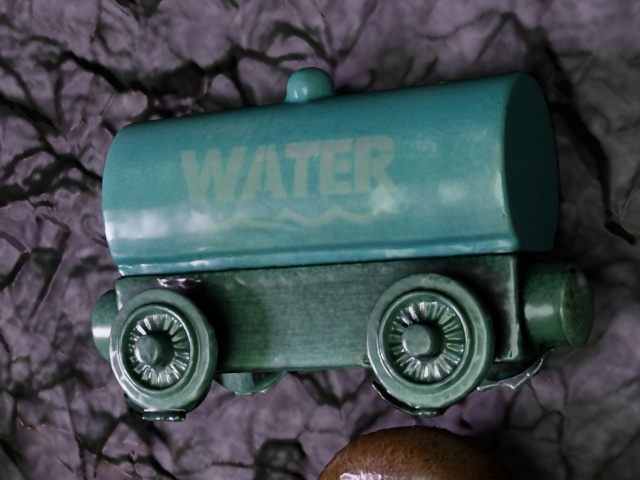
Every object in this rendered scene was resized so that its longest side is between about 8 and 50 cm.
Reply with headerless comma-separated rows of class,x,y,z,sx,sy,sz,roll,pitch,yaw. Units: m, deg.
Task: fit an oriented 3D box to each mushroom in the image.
mushroom,0.048,0.143,0.680,0.126,0.085,0.109,-54,53,37

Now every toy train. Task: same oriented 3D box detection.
toy train,0.000,0.000,0.671,0.248,0.101,0.159,-5,86,28
